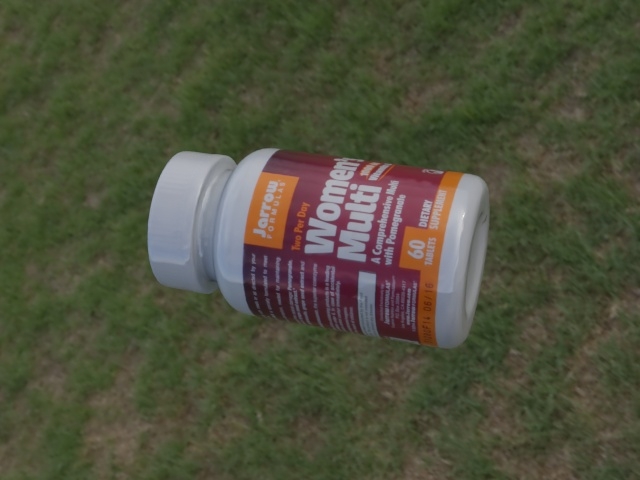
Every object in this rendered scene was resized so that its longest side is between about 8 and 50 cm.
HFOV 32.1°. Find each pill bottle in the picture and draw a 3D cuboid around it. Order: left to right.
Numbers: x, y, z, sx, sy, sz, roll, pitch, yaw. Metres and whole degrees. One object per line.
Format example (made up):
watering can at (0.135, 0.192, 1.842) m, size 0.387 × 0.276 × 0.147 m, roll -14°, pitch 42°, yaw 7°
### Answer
pill bottle at (0.000, 0.000, 0.778) m, size 0.221 × 0.121 × 0.121 m, roll 9°, pitch 68°, yaw 14°
